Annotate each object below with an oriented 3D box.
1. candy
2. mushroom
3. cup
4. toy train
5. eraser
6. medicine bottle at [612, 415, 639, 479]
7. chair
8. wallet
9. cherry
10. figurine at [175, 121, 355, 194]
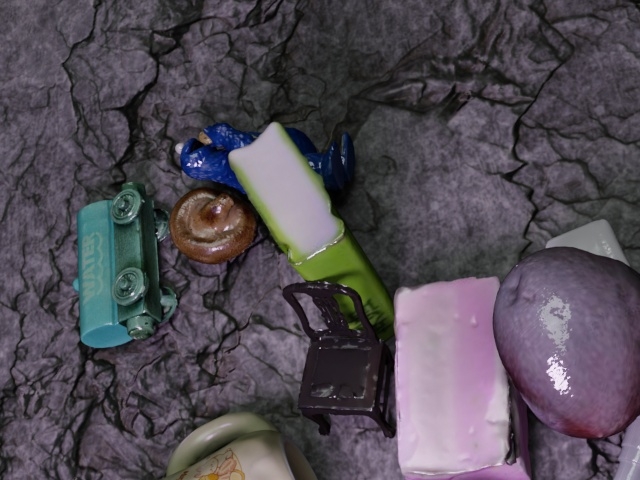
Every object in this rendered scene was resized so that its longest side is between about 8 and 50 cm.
[{"bbox_3d":[0.173,0.182,1.838,0.156,0.116,0.265,-11,61,16],"label":"candy"},{"bbox_3d":[-0.152,-0.022,2.087,0.126,0.085,0.109,36,103,22],"label":"mushroom"},{"bbox_3d":[-0.103,0.335,1.867,0.202,0.255,0.173,-28,100,7],"label":"cup"},{"bbox_3d":[-0.289,0.039,2.107,0.159,0.101,0.248,-23,56,24],"label":"toy train"},{"bbox_3d":[0.000,0.000,1.904,0.092,0.274,0.210,-32,58,1],"label":"eraser"},{"bbox_3d":[0.419,0.204,1.772,0.092,0.061,0.220,22,74,9],"label":"medicine bottle"},{"bbox_3d":[0.020,0.153,1.847,0.106,0.229,0.113,-1,61,21],"label":"chair"},{"bbox_3d":[0.356,0.063,1.880,0.095,0.033,0.190,-23,58,11],"label":"wallet"},{"bbox_3d":[0.305,0.110,1.735,0.213,0.183,0.266,16,51,-20],"label":"cherry"},{"bbox_3d":[-0.080,-0.101,2.071,0.262,0.164,0.120,6,94,30],"label":"figurine"}]
